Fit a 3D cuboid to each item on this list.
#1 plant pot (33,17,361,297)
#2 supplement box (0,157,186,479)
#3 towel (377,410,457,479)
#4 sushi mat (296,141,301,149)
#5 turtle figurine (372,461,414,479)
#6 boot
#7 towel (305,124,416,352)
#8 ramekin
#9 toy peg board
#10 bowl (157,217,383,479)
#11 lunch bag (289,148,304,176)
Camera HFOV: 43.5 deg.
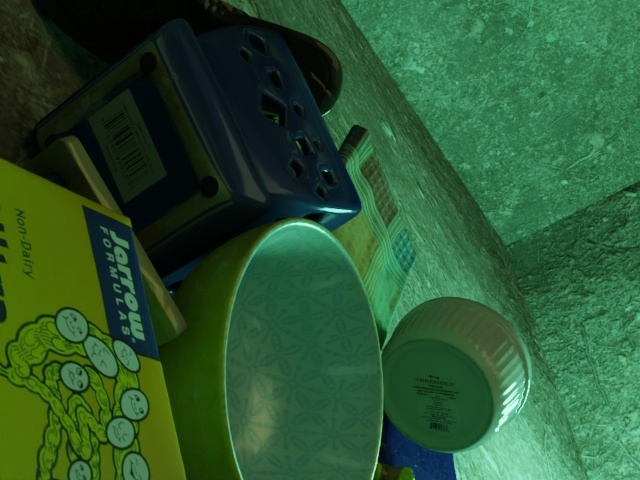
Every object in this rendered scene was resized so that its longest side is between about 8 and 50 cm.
[{"bbox_3d":[-0.133,-0.076,0.816,0.212,0.236,0.235,-5,68,-64],"label":"plant pot"},{"bbox_3d":[-0.254,0.056,0.351,0.356,0.195,0.194,32,35,-57],"label":"supplement box"},{"bbox_3d":[0.120,0.371,1.102,0.228,0.076,0.308,42,27,-30],"label":"towel"},{"bbox_3d":[0.012,-0.087,1.529,0.151,0.019,0.316,19,46,-62],"label":"sushi mat"},{"bbox_3d":[-0.005,0.262,0.884,0.217,0.087,0.269,38,39,-19],"label":"turtle figurine"},{"bbox_3d":[-0.170,-0.253,1.063,0.378,0.138,0.284,18,2,-10],"label":"boot"},{"bbox_3d":[0.044,0.049,1.109,0.271,0.040,0.370,65,36,-34],"label":"towel"},{"bbox_3d":[0.174,0.190,1.097,0.207,0.207,0.109,62,31,-1],"label":"ramekin"},{"bbox_3d":[-0.209,0.036,0.579,0.161,0.161,0.079,60,34,-5],"label":"toy peg board"},{"bbox_3d":[-0.069,0.131,0.737,0.289,0.156,0.289,27,59,-58],"label":"bowl"},{"bbox_3d":[0.000,0.000,1.239,0.279,0.108,0.224,37,32,-51],"label":"lunch bag"}]
